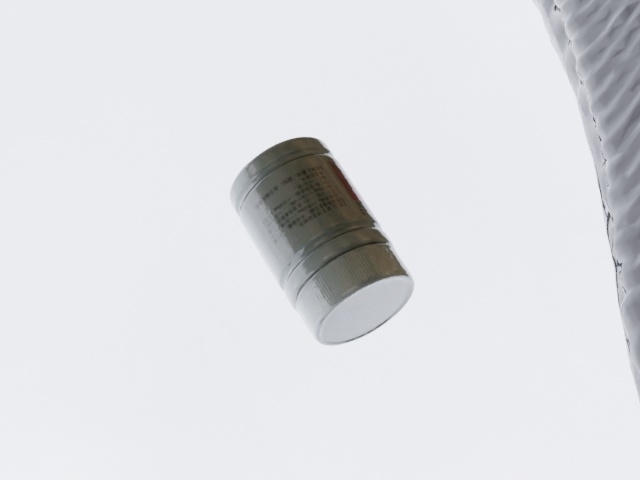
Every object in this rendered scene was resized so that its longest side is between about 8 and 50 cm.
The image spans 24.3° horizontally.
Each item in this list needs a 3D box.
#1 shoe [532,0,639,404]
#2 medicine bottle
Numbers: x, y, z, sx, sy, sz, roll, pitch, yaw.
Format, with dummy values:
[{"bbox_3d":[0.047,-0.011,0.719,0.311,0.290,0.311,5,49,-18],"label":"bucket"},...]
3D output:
[{"bbox_3d":[0.192,-0.039,0.439,0.237,0.171,0.384,34,-149,-23],"label":"shoe"},{"bbox_3d":[0.000,0.000,0.733,0.058,0.058,0.091,-14,-121,-33],"label":"medicine bottle"}]
